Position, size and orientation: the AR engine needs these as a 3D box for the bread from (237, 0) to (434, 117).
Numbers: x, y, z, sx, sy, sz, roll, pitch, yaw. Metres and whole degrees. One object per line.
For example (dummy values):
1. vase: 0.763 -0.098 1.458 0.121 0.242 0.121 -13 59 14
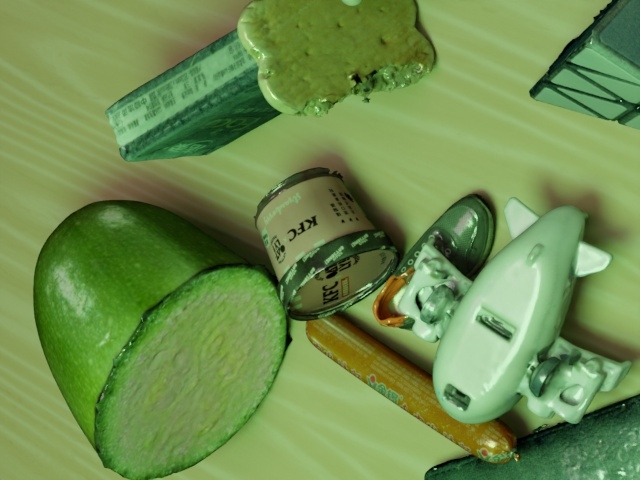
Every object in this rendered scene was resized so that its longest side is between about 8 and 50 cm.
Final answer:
1. bread: 0.011 -0.238 1.510 0.039 0.251 0.181 -34 80 53

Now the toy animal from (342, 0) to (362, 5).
1. toy animal: 0.121 -0.390 1.364 0.363 0.181 0.180 -18 71 29

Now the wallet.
1. wallet: 0.296 0.288 1.483 0.379 0.046 0.190 -28 78 34

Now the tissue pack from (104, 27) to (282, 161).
1. tissue pack: -0.108 -0.183 1.624 0.257 0.185 0.081 -26 81 33

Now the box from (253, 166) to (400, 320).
1. box: 0.000 0.000 1.600 0.151 0.151 0.135 -41 63 30

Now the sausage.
1. sausage: 0.098 0.167 1.578 0.348 0.053 0.053 32 112 37

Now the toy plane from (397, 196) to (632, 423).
1. toy plane: 0.210 0.080 1.453 0.267 0.123 0.266 0 89 27

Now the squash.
1. squash: -0.250 0.095 1.690 0.309 0.310 0.310 32 112 33

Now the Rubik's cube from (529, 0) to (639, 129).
1. Rubik's cube: 0.343 -0.196 1.349 0.228 0.228 0.233 -13 42 -1

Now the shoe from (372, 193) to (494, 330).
1. shoe: 0.129 0.031 1.551 0.074 0.077 0.194 45 118 23
